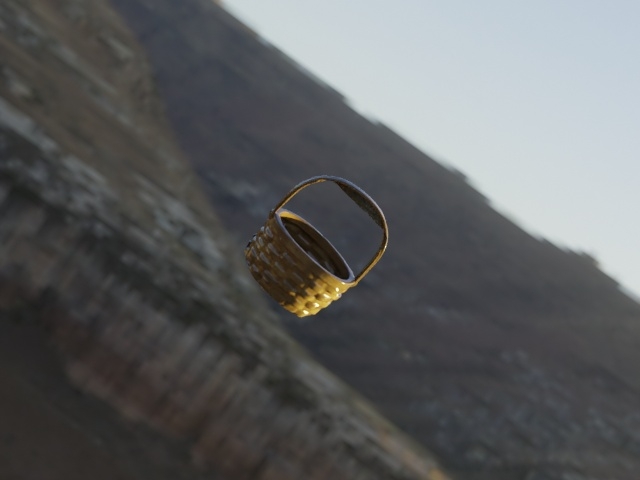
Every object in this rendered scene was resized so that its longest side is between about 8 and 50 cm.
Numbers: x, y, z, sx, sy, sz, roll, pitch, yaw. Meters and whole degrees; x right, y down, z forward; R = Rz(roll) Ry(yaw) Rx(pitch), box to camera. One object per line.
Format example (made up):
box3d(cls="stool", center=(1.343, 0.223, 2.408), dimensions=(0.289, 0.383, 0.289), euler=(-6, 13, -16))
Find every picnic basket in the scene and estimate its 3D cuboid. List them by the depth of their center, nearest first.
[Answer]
box3d(cls="picnic basket", center=(0.000, 0.000, 1.133), dimensions=(0.072, 0.083, 0.072), euler=(40, 17, -14))
